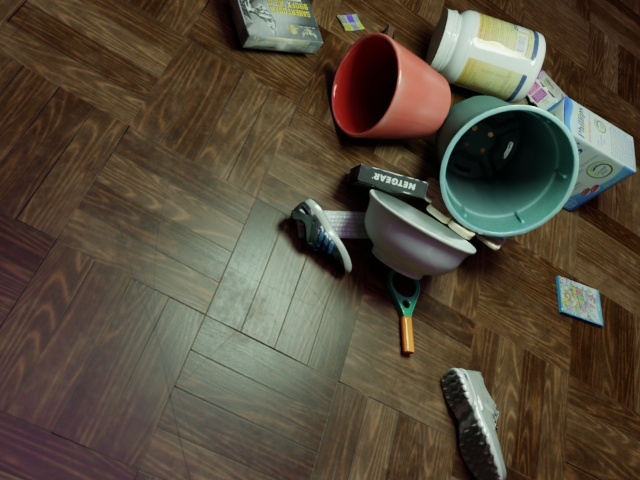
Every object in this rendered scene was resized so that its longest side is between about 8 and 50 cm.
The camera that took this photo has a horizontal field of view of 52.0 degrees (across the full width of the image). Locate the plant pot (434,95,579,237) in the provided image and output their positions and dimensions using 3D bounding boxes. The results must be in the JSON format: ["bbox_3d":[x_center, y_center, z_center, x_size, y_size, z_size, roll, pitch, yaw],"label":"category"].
[{"bbox_3d":[0.460,-0.228,1.753,0.341,0.341,0.334,31,20,-13],"label":"plant pot"}]

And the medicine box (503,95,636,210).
[{"bbox_3d":[0.764,-0.260,2.028,0.289,0.263,0.149,24,55,-18],"label":"medicine box"}]

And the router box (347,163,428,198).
[{"bbox_3d":[0.169,-0.147,1.674,0.179,0.133,0.046,14,89,-9],"label":"router box"}]

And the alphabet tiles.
[{"bbox_3d":[0.390,-0.081,1.786,0.278,0.021,0.284,39,29,14],"label":"alphabet tiles"}]

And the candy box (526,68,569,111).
[{"bbox_3d":[0.749,-0.534,2.263,0.233,0.071,0.159,46,35,-1],"label":"candy box"}]

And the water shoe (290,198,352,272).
[{"bbox_3d":[0.000,0.000,1.568,0.080,0.073,0.203,-31,95,-5],"label":"water shoe"}]

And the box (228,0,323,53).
[{"bbox_3d":[-0.123,-0.602,1.774,0.231,0.056,0.183,-4,68,-32],"label":"box"}]

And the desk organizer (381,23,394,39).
[{"bbox_3d":[0.208,-0.597,2.013,0.050,0.047,0.130,28,55,-19],"label":"desk organizer"}]

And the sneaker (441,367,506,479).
[{"bbox_3d":[0.387,0.431,1.541,0.115,0.105,0.281,0,65,-31],"label":"sneaker"}]

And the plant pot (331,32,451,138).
[{"bbox_3d":[0.203,-0.394,1.787,0.243,0.275,0.274,8,61,-39],"label":"plant pot"}]

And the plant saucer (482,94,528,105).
[{"bbox_3d":[0.611,-0.465,2.190,0.199,0.036,0.198,14,58,-24],"label":"plant saucer"}]

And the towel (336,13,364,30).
[{"bbox_3d":[0.092,-0.666,2.003,0.083,0.009,0.060,-16,74,-36],"label":"towel"}]

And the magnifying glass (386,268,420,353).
[{"bbox_3d":[0.210,0.168,1.626,0.092,0.026,0.230,14,60,-25],"label":"magnifying glass"}]

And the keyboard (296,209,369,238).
[{"bbox_3d":[0.053,-0.039,1.648,0.256,0.014,0.072,0,66,-30],"label":"keyboard"}]

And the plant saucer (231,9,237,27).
[{"bbox_3d":[-0.169,-0.593,1.796,0.169,0.029,0.168,14,58,-25],"label":"plant saucer"}]

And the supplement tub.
[{"bbox_3d":[0.506,-0.577,2.041,0.317,0.228,0.228,17,57,-6],"label":"supplement tub"}]

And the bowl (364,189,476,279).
[{"bbox_3d":[0.219,0.004,1.604,0.298,0.134,0.298,27,12,-6],"label":"bowl"}]

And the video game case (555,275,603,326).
[{"bbox_3d":[0.775,0.182,1.961,0.166,0.015,0.119,19,57,-22],"label":"video game case"}]
